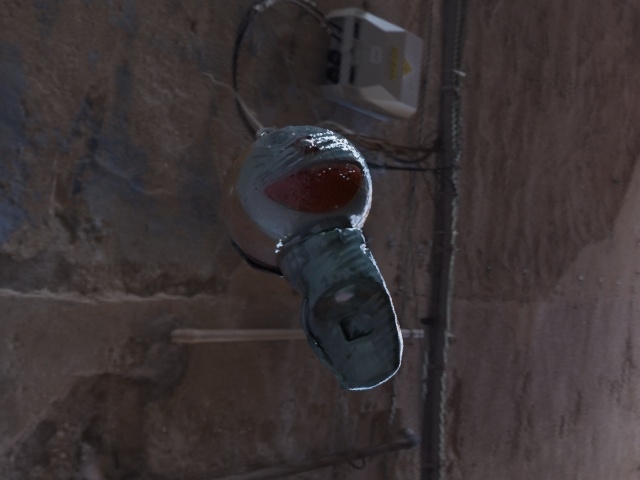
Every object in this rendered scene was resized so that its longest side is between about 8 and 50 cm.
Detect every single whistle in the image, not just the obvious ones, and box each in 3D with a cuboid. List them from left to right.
[{"bbox_3d":[0.000,0.000,0.969,0.189,0.189,0.347,-36,-115,26],"label":"whistle"}]
